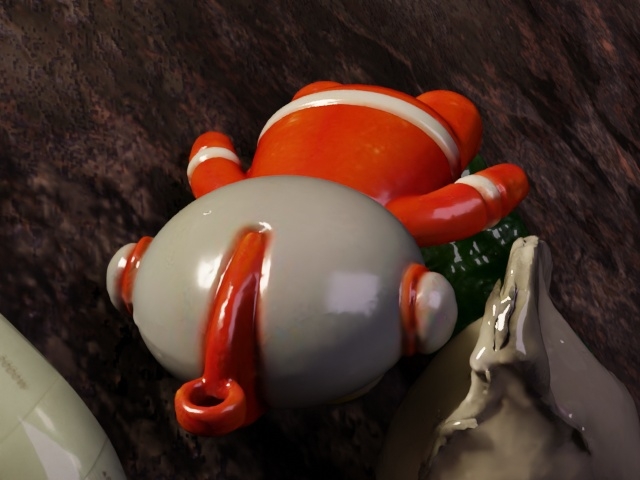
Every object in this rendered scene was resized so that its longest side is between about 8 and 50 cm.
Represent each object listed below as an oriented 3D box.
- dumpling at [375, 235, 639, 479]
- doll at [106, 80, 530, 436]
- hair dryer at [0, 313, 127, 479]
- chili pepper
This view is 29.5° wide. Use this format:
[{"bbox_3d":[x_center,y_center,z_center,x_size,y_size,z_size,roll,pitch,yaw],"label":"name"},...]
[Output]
[{"bbox_3d":[0.105,0.099,0.645,0.142,0.247,0.172,7,39,6],"label":"dumpling"},{"bbox_3d":[0.000,0.000,0.636,0.336,0.199,0.105,-60,154,-59],"label":"doll"},{"bbox_3d":[-0.195,0.064,0.391,0.206,0.075,0.237,50,37,5],"label":"hair dryer"},{"bbox_3d":[0.109,0.045,0.808,0.136,0.099,0.270,-20,82,-45],"label":"chili pepper"}]
